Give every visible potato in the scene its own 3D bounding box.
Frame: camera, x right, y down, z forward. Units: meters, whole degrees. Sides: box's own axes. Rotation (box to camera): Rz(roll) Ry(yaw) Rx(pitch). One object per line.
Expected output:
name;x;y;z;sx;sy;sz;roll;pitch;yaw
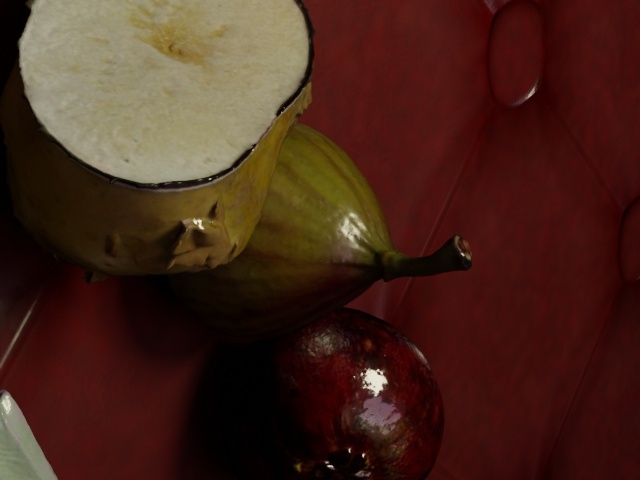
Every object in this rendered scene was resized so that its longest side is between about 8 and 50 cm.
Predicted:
potato;-0.144;-0.097;1.158;0.299;0.246;0.196;-58;175;-41

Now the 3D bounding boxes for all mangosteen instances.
mangosteen;0.006;0.162;1.431;0.261;0.235;0.235;-101;173;-56

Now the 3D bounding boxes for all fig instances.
fig;0.000;0.000;1.257;0.217;0.321;0.217;-13;109;-43

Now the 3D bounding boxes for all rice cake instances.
rice cake;-0.263;0.236;1.221;0.080;0.042;0.221;-51;134;-35
